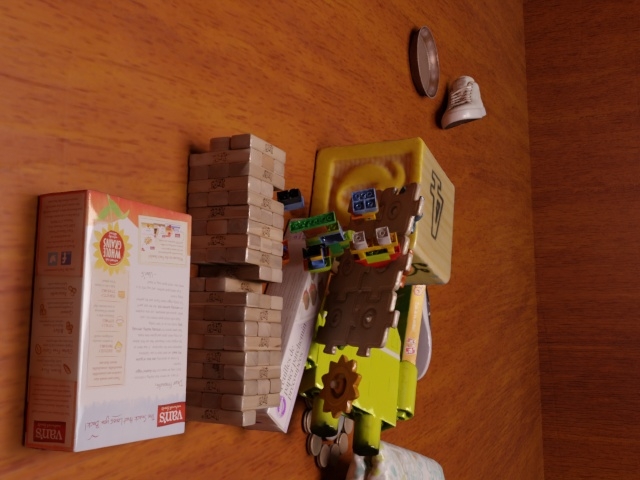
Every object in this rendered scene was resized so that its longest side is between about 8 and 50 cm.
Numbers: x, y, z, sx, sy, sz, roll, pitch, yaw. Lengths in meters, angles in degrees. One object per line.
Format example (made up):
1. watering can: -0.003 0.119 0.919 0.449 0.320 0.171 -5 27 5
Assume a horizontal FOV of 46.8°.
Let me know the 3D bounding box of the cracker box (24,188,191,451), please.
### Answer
1. cracker box: -0.201 0.078 0.723 0.155 0.067 0.232 17 72 -62

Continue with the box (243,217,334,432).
1. box: -0.046 0.109 1.048 0.063 0.067 0.324 60 36 -45

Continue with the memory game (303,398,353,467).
1. memory game: 0.015 0.280 1.219 0.186 0.012 0.186 13 75 -63

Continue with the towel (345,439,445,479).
1. towel: 0.104 0.536 1.230 0.320 0.090 0.375 43 58 -59

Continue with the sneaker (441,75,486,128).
1. sneaker: 0.362 -0.362 1.927 0.290 0.105 0.123 -38 112 -69

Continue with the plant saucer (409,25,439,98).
1. plant saucer: 0.245 -0.420 1.751 0.168 0.029 0.169 -2 90 -65

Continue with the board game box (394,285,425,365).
1. board game box: 0.151 0.109 1.369 0.124 0.039 0.260 180 -84 -71

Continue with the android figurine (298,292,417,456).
1. android figurine: 0.054 0.189 1.161 0.248 0.056 0.273 33 47 -25

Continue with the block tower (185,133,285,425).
1. block tower: -0.104 0.048 0.902 0.097 0.090 0.336 18 72 -62

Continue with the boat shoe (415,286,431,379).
1. boat shoe: 0.198 0.179 1.547 0.076 0.080 0.229 24 59 -60

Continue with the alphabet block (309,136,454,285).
1. alphabet block: 0.108 -0.040 1.242 0.197 0.192 0.194 37 53 -57

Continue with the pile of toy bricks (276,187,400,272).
1. pile of toy bricks: 0.000 0.000 1.012 0.105 0.212 0.118 63 18 -58

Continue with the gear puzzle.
1. gear puzzle: 0.070 0.085 1.044 0.044 0.175 0.339 24 72 -31
